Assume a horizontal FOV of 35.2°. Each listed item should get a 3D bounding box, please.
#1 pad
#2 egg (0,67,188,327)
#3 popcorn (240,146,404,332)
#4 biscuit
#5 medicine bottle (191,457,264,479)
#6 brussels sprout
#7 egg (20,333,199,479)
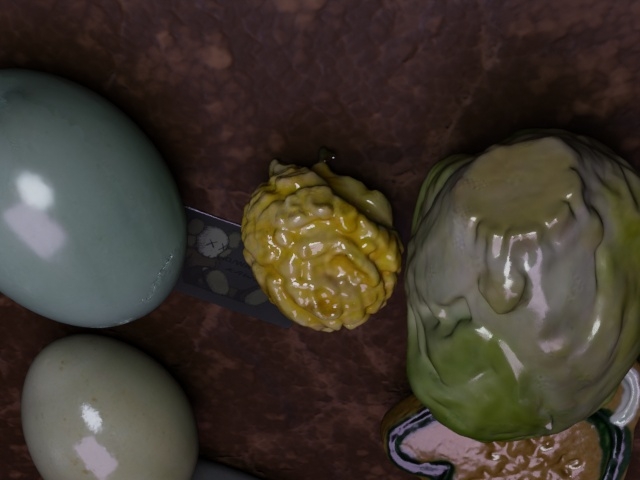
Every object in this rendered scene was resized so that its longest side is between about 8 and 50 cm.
[{"bbox_3d":[-0.101,0.030,1.126,0.190,0.004,0.127,19,130,-10],"label":"pad"},{"bbox_3d":[-0.244,-0.037,0.953,0.203,0.203,0.282,-25,119,25],"label":"egg"},{"bbox_3d":[0.000,0.000,0.990,0.180,0.170,0.180,23,167,6],"label":"popcorn"},{"bbox_3d":[0.214,0.246,1.175,0.287,0.057,0.343,16,111,-4],"label":"biscuit"},{"bbox_3d":[-0.197,0.450,1.419,0.282,0.123,0.375,21,130,-13],"label":"medicine bottle"},{"bbox_3d":[0.184,0.026,0.919,0.243,0.273,0.316,16,129,22],"label":"brussels sprout"},{"bbox_3d":[-0.249,0.218,1.183,0.189,0.188,0.253,-19,119,22],"label":"egg"}]
